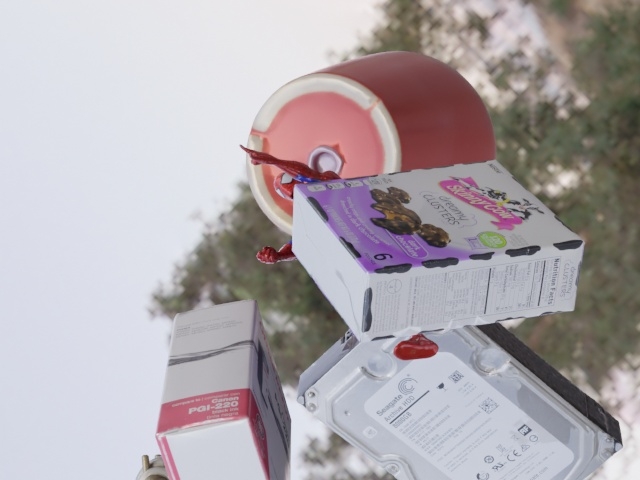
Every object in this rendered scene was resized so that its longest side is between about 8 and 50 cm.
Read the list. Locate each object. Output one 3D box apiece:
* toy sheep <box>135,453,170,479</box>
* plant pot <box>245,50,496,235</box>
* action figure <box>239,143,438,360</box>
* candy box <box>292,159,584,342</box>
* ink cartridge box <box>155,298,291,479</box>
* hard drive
[{"bbox_3d":[-0.206,0.328,1.999,0.091,0.091,0.132,49,-173,15],"label":"toy sheep"},{"bbox_3d":[0.048,-0.098,1.798,0.275,0.275,0.243,48,-161,13],"label":"plant pot"},{"bbox_3d":[0.000,0.000,1.410,0.139,0.091,0.280,11,-157,-34],"label":"action figure"},{"bbox_3d":[0.095,0.004,1.259,0.196,0.070,0.165,-8,-150,-20],"label":"candy box"},{"bbox_3d":[-0.087,0.179,1.429,0.218,0.092,0.158,-95,-9,-63],"label":"ink cartridge box"},{"bbox_3d":[0.171,0.212,1.842,0.339,0.237,0.064,40,-155,-15],"label":"hard drive"}]
